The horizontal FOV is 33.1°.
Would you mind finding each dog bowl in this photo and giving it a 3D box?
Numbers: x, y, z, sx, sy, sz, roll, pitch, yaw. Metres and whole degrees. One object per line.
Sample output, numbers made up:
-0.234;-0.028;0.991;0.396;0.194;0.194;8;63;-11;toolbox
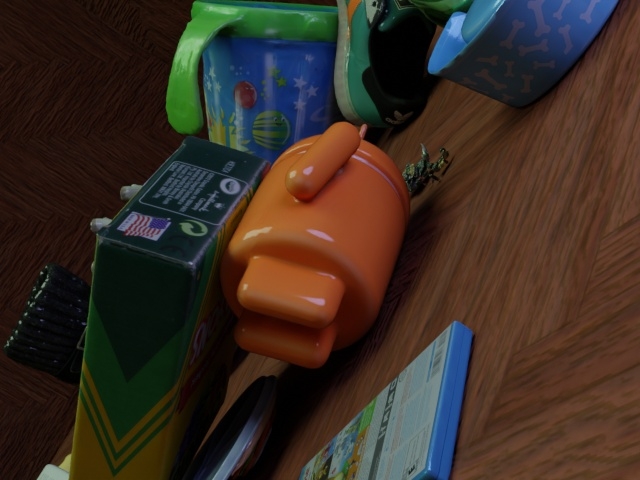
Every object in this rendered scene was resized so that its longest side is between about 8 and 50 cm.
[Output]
0.189;-0.226;0.821;0.297;0.074;0.166;-59;9;-20;dog bowl

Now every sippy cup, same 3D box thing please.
-0.049;-0.182;1.353;0.240;0.305;0.224;-135;47;-70;sippy cup

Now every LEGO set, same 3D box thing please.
0.087;-0.056;0.938;0.054;0.023;0.083;-59;22;-1;LEGO set

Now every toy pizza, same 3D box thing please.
-0.087;0.200;0.890;0.201;0.032;0.201;-54;5;7;toy pizza

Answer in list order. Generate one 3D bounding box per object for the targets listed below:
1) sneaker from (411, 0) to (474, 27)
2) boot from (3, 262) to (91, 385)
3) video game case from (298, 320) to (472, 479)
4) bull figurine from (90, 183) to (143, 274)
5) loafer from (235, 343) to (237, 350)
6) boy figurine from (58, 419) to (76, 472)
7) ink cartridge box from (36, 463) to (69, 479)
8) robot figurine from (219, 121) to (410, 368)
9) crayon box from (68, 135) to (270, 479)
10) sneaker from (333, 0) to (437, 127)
0.138;-0.252;1.059;0.109;0.123;0.295;-36;-2;23;sneaker
-0.288;0.089;1.611;0.348;0.260;0.131;-56;10;5;boot
0.025;0.132;0.607;0.166;0.015;0.119;-49;12;35;video game case
-0.217;-0.021;1.531;0.188;0.101;0.310;-4;20;18;bull figurine
-0.179;0.136;1.350;0.319;0.111;0.112;-43;16;56;loafer
-0.376;0.366;1.572;0.285;0.092;0.177;-61;-15;-2;boy figurine
-0.289;0.419;1.145;0.385;0.091;0.308;0;54;59;ink cartridge box
0.001;-0.001;0.845;0.128;0.158;0.219;-19;29;31;robot figurine
-0.130;0.098;0.911;0.202;0.081;0.318;-63;-12;-60;crayon box
0.074;-0.277;1.193;0.121;0.108;0.302;6;103;60;sneaker
